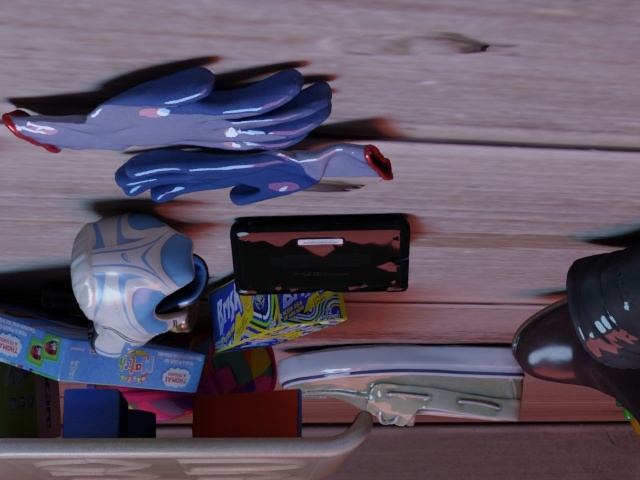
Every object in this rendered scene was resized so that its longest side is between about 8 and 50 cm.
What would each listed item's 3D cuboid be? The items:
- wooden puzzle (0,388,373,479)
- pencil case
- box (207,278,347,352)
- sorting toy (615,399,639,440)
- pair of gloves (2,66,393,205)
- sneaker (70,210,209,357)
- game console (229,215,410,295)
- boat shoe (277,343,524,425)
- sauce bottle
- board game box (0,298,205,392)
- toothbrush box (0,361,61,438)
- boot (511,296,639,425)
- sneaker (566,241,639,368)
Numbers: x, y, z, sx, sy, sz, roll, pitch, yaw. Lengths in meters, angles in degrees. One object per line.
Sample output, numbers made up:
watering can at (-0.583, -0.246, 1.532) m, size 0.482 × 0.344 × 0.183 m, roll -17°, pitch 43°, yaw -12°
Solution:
wooden puzzle at (-0.136, 0.183, 1.300) m, size 0.347 × 0.081 × 0.322 m, roll -4°, pitch 168°, yaw -4°
pencil case at (-0.153, 0.146, 1.505) m, size 0.104 × 0.104 × 0.236 m, roll 9°, pitch 162°, yaw -44°
box at (-0.039, 0.053, 1.144) m, size 0.059 × 0.054 × 0.169 m, roll -5°, pitch 171°, yaw -22°
sorting toy at (0.369, 0.173, 1.640) m, size 0.127 × 0.126 × 0.365 m, roll -4°, pitch 169°, yaw 17°
pair of gloves at (-0.053, -0.049, 0.717) m, size 0.159 × 0.023 × 0.198 m, roll -3°, pitch 168°, yaw 20°
sneaker at (-0.121, 0.036, 0.984) m, size 0.086 × 0.085 × 0.237 m, roll 4°, pitch 170°, yaw -3°
game console at (0.000, 0.000, 1.002) m, size 0.122 × 0.071 × 0.107 m, roll -2°, pitch 139°, yaw 0°
boat shoe at (0.099, 0.176, 1.701) m, size 0.302 × 0.094 × 0.109 m, roll -1°, pitch 169°, yaw -1°
sauce bottle at (-0.166, 0.051, 1.169) m, size 0.128 × 0.042 × 0.042 m, roll 6°, pitch 170°, yaw 10°
board game box at (-0.227, 0.082, 1.180) m, size 0.211 × 0.039 × 0.160 m, roll 13°, pitch 180°, yaw 37°
toothbrush box at (-0.398, 0.146, 1.334) m, size 0.206 × 0.122 × 0.283 m, roll -4°, pitch 176°, yaw 15°
boot at (0.277, 0.122, 1.201) m, size 0.248 × 0.090 × 0.207 m, roll -5°, pitch -154°, yaw 16°
sneaker at (0.325, 0.047, 1.063) m, size 0.286 × 0.109 × 0.130 m, roll 1°, pitch 160°, yaw -34°
